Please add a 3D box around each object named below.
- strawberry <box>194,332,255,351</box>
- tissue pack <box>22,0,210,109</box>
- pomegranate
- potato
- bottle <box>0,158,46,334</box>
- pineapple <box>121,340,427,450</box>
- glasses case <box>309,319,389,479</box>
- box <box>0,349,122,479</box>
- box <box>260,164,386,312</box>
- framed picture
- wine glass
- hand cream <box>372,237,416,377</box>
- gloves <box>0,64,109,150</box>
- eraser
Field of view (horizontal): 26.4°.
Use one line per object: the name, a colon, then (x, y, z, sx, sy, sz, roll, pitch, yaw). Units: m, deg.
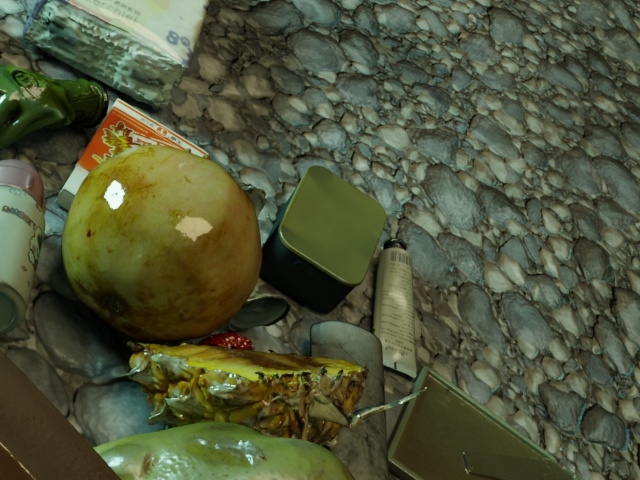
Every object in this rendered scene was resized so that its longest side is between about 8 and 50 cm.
strawberry: (-0.131, 0.158, 1.745, 0.096, 0.083, 0.083, 4, 50, -31)
tissue pack: (-0.292, -0.380, 2.092, 0.242, 0.125, 0.343, 27, 40, -15)
pomegranate: (-0.193, -0.011, 1.717, 0.252, 0.229, 0.270, 16, 48, 12)
potato: (-0.120, 0.302, 1.509, 0.351, 0.218, 0.202, 16, 81, -18)
bottle: (-0.393, -0.002, 1.663, 0.110, 0.110, 0.233, 23, 41, -20)
pineapple: (-0.063, 0.216, 1.648, 0.334, 0.158, 0.161, 10, 89, -27)
glasses case: (0.037, 0.241, 1.808, 0.114, 0.060, 0.299, 23, 42, -23)
box: (-0.369, 0.238, 1.301, 0.339, 0.239, 0.229, 45, 4, 7)
box: (0.000, 0.000, 1.987, 0.144, 0.090, 0.201, 33, 40, -9)
framed picture: (0.232, 0.322, 1.918, 0.289, 0.020, 0.211, 36, 39, -4)
wine glass: (-0.110, 0.026, 1.865, 0.122, 0.122, 0.183, 6, 54, -35)
hand cream: (0.110, 0.096, 2.024, 0.080, 0.050, 0.234, 23, 46, -21)
gloves: (-0.406, -0.183, 1.839, 0.135, 0.107, 0.268, 26, 31, 35)
eraser: (-0.259, -0.089, 1.909, 0.157, 0.038, 0.230, 32, 39, -10)
